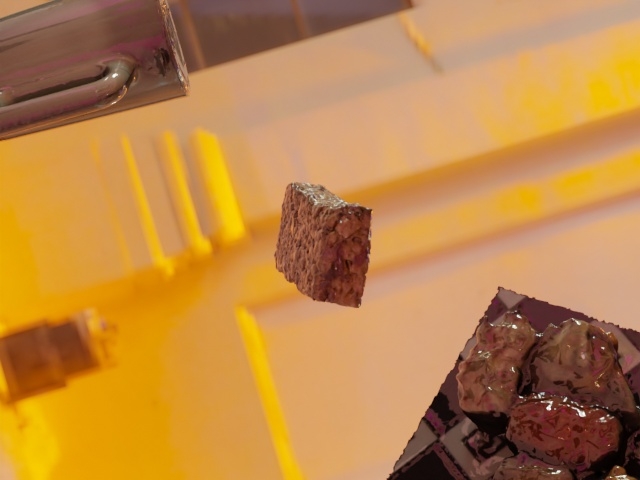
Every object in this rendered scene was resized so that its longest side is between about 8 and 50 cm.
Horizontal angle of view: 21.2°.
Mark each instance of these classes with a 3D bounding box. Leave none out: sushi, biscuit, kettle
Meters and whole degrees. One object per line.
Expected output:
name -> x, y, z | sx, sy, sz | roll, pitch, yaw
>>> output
sushi -> 0.183, 0.179, 1.315 | 0.294, 0.292, 0.059 | 19, -21, 32
biscuit -> 0.000, 0.000, 1.081 | 0.199, 0.034, 0.064 | -144, -117, -80
kettle -> -0.175, -0.123, 1.246 | 0.098, 0.148, 0.126 | 74, 0, -61
